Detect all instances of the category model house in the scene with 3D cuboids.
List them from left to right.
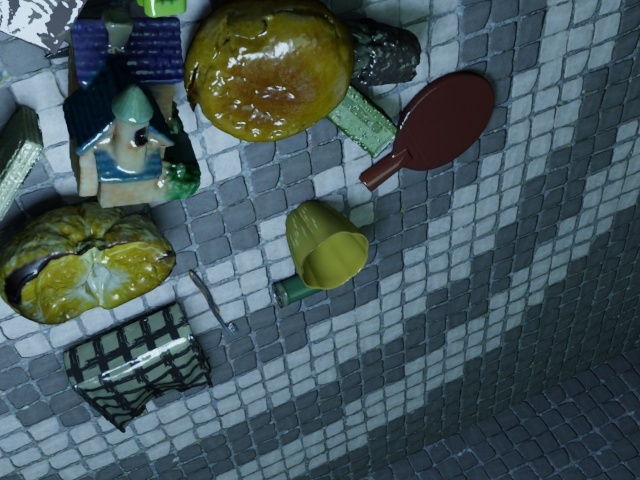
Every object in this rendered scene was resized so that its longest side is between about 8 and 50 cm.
[{"bbox_3d":[-0.344,-0.260,1.434,0.245,0.312,0.280,-6,139,-24],"label":"model house"}]

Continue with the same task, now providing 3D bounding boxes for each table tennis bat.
[{"bbox_3d":[0.277,-0.270,2.034,0.414,0.051,0.268,-38,138,3],"label":"table tennis bat"}]

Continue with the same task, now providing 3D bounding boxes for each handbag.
[{"bbox_3d":[-0.460,0.340,2.069,0.325,0.162,0.327,-23,144,-9],"label":"handbag"}]

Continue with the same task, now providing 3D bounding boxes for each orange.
[{"bbox_3d":[-0.513,0.036,1.700,0.368,0.210,0.271,-13,142,-24],"label":"orange"}]

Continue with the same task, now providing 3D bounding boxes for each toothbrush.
[{"bbox_3d":[-0.289,0.175,2.119,0.031,0.023,0.321,-36,141,-8],"label":"toothbrush"}]

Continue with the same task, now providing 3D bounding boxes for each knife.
[{"bbox_3d":[-0.442,-0.369,1.504,0.170,0.010,0.023,-19,138,-16],"label":"knife"}]

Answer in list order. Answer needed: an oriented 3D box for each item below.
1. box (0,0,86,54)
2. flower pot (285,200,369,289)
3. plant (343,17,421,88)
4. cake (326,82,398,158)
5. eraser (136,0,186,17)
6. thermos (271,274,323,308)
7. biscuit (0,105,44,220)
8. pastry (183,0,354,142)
[{"bbox_3d":[-0.520,-0.440,1.255,0.252,0.188,0.153,16,119,-44],"label":"box"},{"bbox_3d":[0.000,0.000,2.015,0.195,0.179,0.195,-19,137,-19],"label":"flower pot"},{"bbox_3d":[0.115,-0.411,1.727,0.194,0.132,0.129,3,124,-20],"label":"plant"},{"bbox_3d":[0.071,-0.311,1.875,0.235,0.099,0.100,37,107,-26],"label":"cake"},{"bbox_3d":[-0.287,-0.540,1.292,0.092,0.210,0.274,-14,138,-20],"label":"eraser"},{"bbox_3d":[-0.036,0.125,2.193,0.187,0.073,0.083,-21,136,-14],"label":"thermos"},{"bbox_3d":[-0.617,-0.128,1.521,0.052,0.150,0.252,23,116,-37],"label":"biscuit"},{"bbox_3d":[-0.101,-0.344,1.594,0.356,0.164,0.356,-6,135,-6],"label":"pastry"}]
